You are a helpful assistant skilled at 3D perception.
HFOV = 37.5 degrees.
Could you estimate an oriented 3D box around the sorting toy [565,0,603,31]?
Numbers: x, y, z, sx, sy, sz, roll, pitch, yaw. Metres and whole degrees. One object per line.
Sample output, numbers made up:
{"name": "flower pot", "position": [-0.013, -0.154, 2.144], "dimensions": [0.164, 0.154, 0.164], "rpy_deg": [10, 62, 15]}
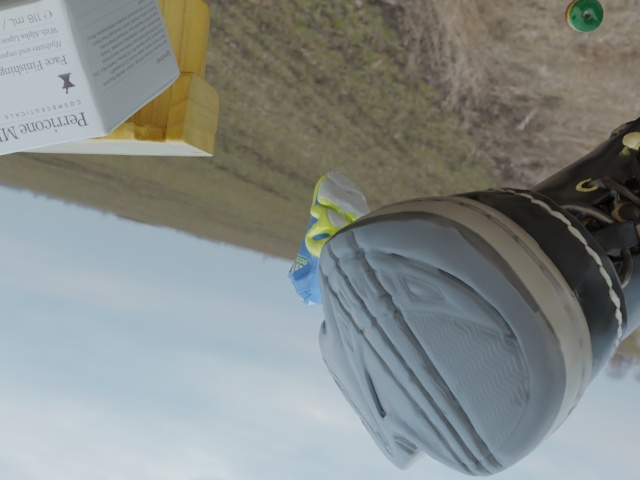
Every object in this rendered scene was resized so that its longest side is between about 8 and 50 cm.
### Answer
{"name": "sorting toy", "position": [0.301, -0.412, 1.253], "dimensions": [0.132, 0.274, 0.046], "rpy_deg": [-8, -164, -6]}

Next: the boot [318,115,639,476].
{"name": "boot", "position": [0.149, 0.010, 0.542], "dimensions": [0.138, 0.284, 0.377], "rpy_deg": [56, 167, 14]}

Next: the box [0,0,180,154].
{"name": "box", "position": [-0.247, -0.158, 0.825], "dimensions": [0.181, 0.119, 0.182], "rpy_deg": [-9, -157, 16]}

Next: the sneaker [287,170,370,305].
{"name": "sneaker", "position": [0.000, 0.000, 1.322], "dimensions": [0.091, 0.126, 0.240], "rpy_deg": [36, -152, -19]}

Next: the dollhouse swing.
{"name": "dollhouse swing", "position": [-0.352, -0.294, 1.511], "dimensions": [0.347, 0.304, 0.315], "rpy_deg": [3, 180, 5]}
